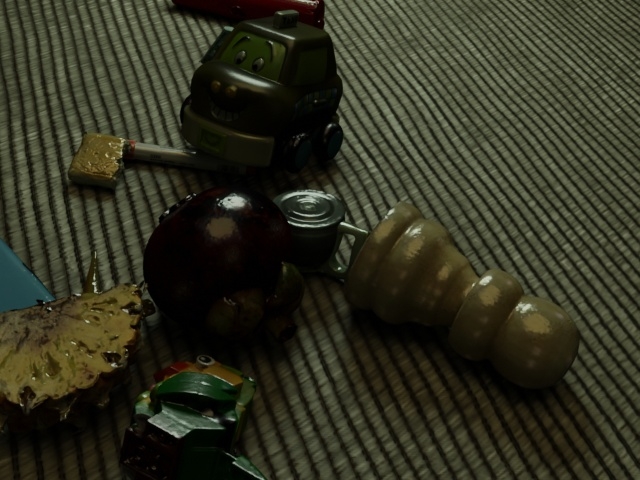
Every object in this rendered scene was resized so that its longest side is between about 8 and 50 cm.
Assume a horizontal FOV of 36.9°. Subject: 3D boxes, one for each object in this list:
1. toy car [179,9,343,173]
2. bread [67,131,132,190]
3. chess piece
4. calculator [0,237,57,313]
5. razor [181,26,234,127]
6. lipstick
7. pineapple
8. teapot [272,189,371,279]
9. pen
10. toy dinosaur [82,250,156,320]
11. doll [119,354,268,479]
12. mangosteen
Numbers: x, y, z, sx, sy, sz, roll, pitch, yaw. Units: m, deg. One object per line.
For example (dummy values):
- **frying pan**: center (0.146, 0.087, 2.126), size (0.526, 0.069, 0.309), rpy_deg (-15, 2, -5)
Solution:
- **toy car**: center (-0.070, -0.222, 1.337), size (0.204, 0.198, 0.248), rpy_deg (24, 28, 24)
- **bread**: center (-0.298, -0.109, 1.296), size (0.070, 0.035, 0.083), rpy_deg (7, 58, 2)
- **chess piece**: center (0.170, 0.070, 1.091), size (0.261, 0.142, 0.143), rpy_deg (29, 43, 19)
- **calculator**: center (-0.409, 0.054, 1.068), size (0.173, 0.051, 0.293), rpy_deg (-25, 49, -36)
- **razor**: center (-0.176, -0.242, 1.489), size (0.036, 0.084, 0.211), rpy_deg (29, 45, -18)
- **lipstick**: center (-0.129, -0.423, 1.707), size (0.280, 0.073, 0.073), rpy_deg (15, 39, 11)
- **pineapple**: center (-0.263, 0.132, 0.952), size (0.233, 0.079, 0.135), rpy_deg (-17, 60, -21)
- **teapot**: center (-0.008, 0.002, 1.173), size (0.092, 0.090, 0.124), rpy_deg (-18, 39, -28)
- **pen**: center (-0.204, -0.117, 1.340), size (0.239, 0.028, 0.028), rpy_deg (8, 38, 0)
- **toy dinosaur**: center (-0.264, 0.079, 1.074), size (0.126, 0.039, 0.162), rpy_deg (-26, 48, -33)
- **doll**: center (-0.114, 0.177, 0.919), size (0.134, 0.106, 0.186), rpy_deg (11, 22, -4)
- **mangosteen**: center (-0.098, 0.034, 1.070), size (0.200, 0.200, 0.200), rpy_deg (5, 38, -4)
